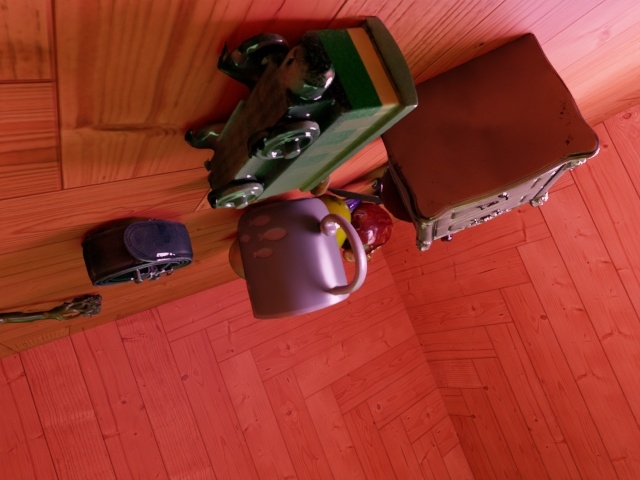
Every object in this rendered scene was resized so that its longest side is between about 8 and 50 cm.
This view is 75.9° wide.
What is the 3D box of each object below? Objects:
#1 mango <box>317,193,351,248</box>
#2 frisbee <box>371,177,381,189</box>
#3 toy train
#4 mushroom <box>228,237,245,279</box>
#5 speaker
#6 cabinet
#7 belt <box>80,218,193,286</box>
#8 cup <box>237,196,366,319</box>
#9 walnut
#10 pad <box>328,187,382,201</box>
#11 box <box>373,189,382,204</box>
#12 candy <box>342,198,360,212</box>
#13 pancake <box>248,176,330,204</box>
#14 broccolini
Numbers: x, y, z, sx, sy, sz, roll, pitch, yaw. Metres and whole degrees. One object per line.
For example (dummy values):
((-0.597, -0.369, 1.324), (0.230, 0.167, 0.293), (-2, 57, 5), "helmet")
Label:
((0.000, 0.000, 1.275), (0.143, 0.293, 0.175), (21, -169, 22), "mango")
((0.247, -0.179, 1.378), (0.188, 0.012, 0.211), (-3, 135, -30), "frisbee")
((-0.041, -0.135, 0.507), (0.202, 0.120, 0.301), (-20, 175, -33), "toy train")
((-0.174, 0.037, 1.358), (0.246, 0.202, 0.246), (9, -154, -4), "mushroom")
((0.358, -0.137, 1.248), (0.198, 0.259, 0.330), (-41, 163, 34), "speaker")
((0.282, -0.146, 0.791), (0.290, 0.227, 0.318), (-23, 164, 8), "cabinet")
((-0.375, 0.031, 0.855), (0.207, 0.116, 0.267), (-15, 176, -14), "belt")
((-0.042, 0.030, 1.043), (0.357, 0.274, 0.259), (-12, -177, 42), "cup")
((0.181, -0.032, 1.657), (0.269, 0.243, 0.222), (-19, -169, -41), "walnut")
((0.108, -0.133, 1.239), (0.158, 0.003, 0.235), (12, -178, 14), "pad")
((0.292, -0.197, 1.525), (0.160, 0.050, 0.230), (-20, 174, -11), "box")
((0.034, -0.090, 1.480), (0.275, 0.070, 0.145), (-29, -175, -22), "candy")
((-0.094, -0.112, 0.874), (0.197, 0.054, 0.377), (-25, 172, 40), "pancake")
((-0.833, 0.208, 1.229), (0.074, 0.078, 0.392), (-12, 171, 20), "broccolini")
